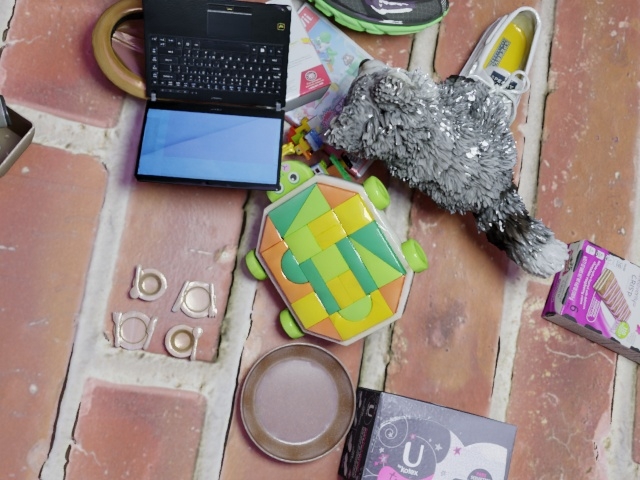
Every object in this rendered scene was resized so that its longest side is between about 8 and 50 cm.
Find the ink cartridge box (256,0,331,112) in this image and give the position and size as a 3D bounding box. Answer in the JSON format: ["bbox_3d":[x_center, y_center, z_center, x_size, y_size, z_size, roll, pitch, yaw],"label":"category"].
[{"bbox_3d":[-0.078,-0.320,1.217,0.127,0.072,0.175,-25,87,-14],"label":"ink cartridge box"}]

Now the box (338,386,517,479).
[{"bbox_3d":[0.177,0.356,1.160,0.247,0.142,0.163,16,78,-9],"label":"box"}]

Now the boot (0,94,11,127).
[{"bbox_3d":[-0.589,-0.237,1.025,0.161,0.083,0.246,-40,97,-22],"label":"boot"}]

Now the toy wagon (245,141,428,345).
[{"bbox_3d":[0.000,0.000,1.140,0.267,0.068,0.344,-31,91,20],"label":"toy wagon"}]

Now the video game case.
[{"bbox_3d":[0.021,-0.279,1.284,0.285,0.025,0.204,39,76,-4],"label":"video game case"}]

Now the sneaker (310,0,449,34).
[{"bbox_3d":[0.031,-0.541,1.221,0.482,0.202,0.185,33,52,-7],"label":"sneaker"}]

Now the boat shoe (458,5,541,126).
[{"bbox_3d":[0.322,-0.277,1.281,0.135,0.156,0.367,30,78,-6],"label":"boat shoe"}]

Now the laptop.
[{"bbox_3d":[-0.170,-0.232,1.085,0.234,0.136,0.264,4,120,-4],"label":"laptop"}]

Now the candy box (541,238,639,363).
[{"bbox_3d":[0.560,0.120,1.318,0.233,0.071,0.159,25,76,-8],"label":"candy box"}]

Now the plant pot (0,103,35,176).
[{"bbox_3d":[-0.527,-0.162,1.108,0.109,0.096,0.109,35,76,-4],"label":"plant pot"}]

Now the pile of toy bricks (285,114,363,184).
[{"bbox_3d":[-0.003,-0.102,1.221,0.105,0.118,0.212,-28,107,27],"label":"pile of toy bricks"}]

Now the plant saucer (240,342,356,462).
[{"bbox_3d":[-0.039,0.275,1.179,0.198,0.036,0.199,2,80,-12],"label":"plant saucer"}]

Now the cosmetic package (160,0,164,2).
[{"bbox_3d":[-0.259,-0.586,1.143,0.217,0.156,0.385,-36,85,16],"label":"cosmetic package"}]

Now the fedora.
[{"bbox_3d":[-0.294,-0.322,1.193,0.194,0.079,0.194,2,83,-19],"label":"fedora"}]

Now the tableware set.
[{"bbox_3d":[-0.260,0.124,1.162,0.168,0.020,0.141,15,78,-10],"label":"tableware set"}]

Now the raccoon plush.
[{"bbox_3d":[0.220,-0.122,1.099,0.446,0.299,0.216,42,116,18],"label":"raccoon plush"}]
